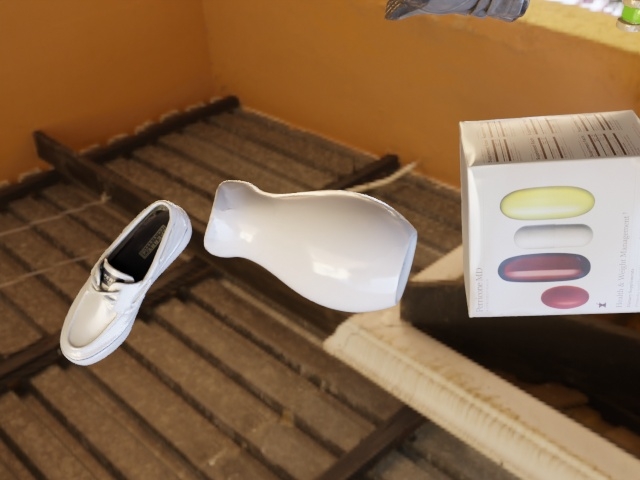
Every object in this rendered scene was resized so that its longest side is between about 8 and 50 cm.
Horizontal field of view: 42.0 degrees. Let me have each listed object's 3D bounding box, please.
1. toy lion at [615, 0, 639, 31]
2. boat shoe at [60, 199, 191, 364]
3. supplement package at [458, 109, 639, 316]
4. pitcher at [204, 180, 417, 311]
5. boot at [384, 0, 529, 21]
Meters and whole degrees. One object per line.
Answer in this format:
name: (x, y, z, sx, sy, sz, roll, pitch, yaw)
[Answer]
toy lion: (0.337, -0.200, 0.756, 0.096, 0.034, 0.100, -19, -138, -24)
boat shoe: (-0.278, 0.051, 1.139, 0.095, 0.084, 0.258, 29, -98, 12)
supplement package: (0.267, -0.031, 0.965, 0.203, 0.194, 0.149, -3, -153, 8)
pitcher: (0.000, 0.000, 0.920, 0.207, 0.126, 0.178, 16, -172, 13)
boot: (0.245, -0.440, 1.517, 0.222, 0.118, 0.338, 9, -165, -8)
